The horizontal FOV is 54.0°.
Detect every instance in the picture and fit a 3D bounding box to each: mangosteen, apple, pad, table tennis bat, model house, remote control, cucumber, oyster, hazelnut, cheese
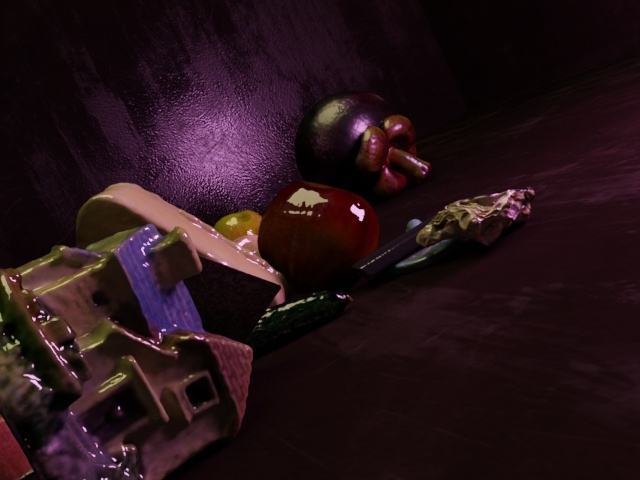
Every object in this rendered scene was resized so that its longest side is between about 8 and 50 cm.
[{"bbox_3d":[0.126,-0.270,1.970,0.382,0.382,0.435,-30,42,-18],"label":"mangosteen"},{"bbox_3d":[-0.237,0.003,1.882,0.196,0.195,0.196,-26,9,4],"label":"apple"},{"bbox_3d":[-0.174,0.113,0.906,0.235,0.158,0.003,-57,20,36],"label":"pad"},{"bbox_3d":[0.183,0.003,1.138,0.149,0.038,0.237,-25,12,10],"label":"table tennis bat"},{"bbox_3d":[-0.227,0.132,0.728,0.266,0.321,0.261,-30,16,-27],"label":"model house"},{"bbox_3d":[0.164,-0.005,1.094,0.245,0.025,0.063,-31,12,-15],"label":"remote control"},{"bbox_3d":[-0.087,0.142,1.017,0.294,0.067,0.067,-25,9,4],"label":"cucumber"},{"bbox_3d":[0.248,-0.024,1.000,0.191,0.081,0.163,-16,-12,25],"label":"oyster"},{"bbox_3d":[0.000,0.000,1.173,0.230,0.229,0.229,-26,9,4],"label":"hazelnut"},{"bbox_3d":[-0.233,0.103,1.094,0.384,0.383,0.104,-25,15,10],"label":"cheese"}]

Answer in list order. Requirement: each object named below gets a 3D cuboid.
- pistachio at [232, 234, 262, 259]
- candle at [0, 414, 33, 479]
[{"bbox_3d":[-0.182,0.087,1.302,0.229,0.157,0.157,-41,15,-32],"label":"pistachio"},{"bbox_3d":[-0.544,0.321,1.102,0.287,0.131,0.317,-30,10,-36],"label":"candle"}]
